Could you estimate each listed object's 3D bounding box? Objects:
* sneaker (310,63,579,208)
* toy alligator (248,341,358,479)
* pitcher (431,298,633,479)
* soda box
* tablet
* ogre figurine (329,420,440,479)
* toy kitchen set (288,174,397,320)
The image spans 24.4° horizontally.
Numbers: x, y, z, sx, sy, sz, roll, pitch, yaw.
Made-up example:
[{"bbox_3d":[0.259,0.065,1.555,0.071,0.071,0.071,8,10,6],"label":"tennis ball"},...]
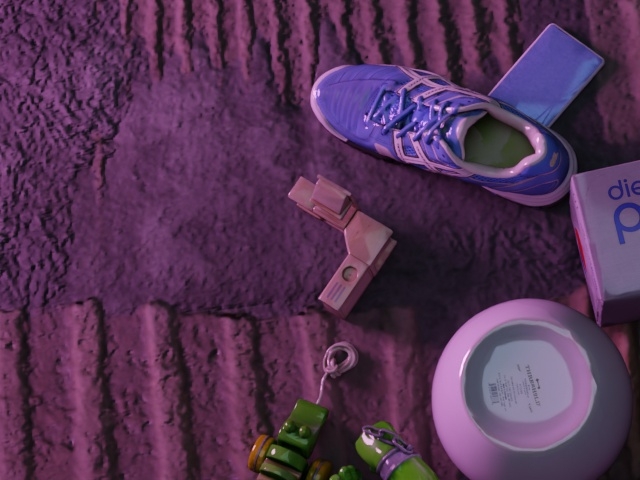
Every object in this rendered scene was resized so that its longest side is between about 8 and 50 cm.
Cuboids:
[{"bbox_3d":[0.090,-0.089,1.101,0.211,0.081,0.080,17,85,16],"label":"sneaker"},{"bbox_3d":[-0.021,0.154,1.065,0.056,0.051,0.189,20,78,14],"label":"toy alligator"},{"bbox_3d":[0.146,0.134,0.962,0.126,0.207,0.177,-17,73,5],"label":"pitcher"},{"bbox_3d":[0.324,-0.020,1.036,0.286,0.091,0.098,-12,73,6],"label":"soda box"},{"bbox_3d":[0.172,-0.122,1.138,0.054,0.006,0.083,39,84,17],"label":"tablet"},{"bbox_3d":[0.048,0.232,1.014,0.118,0.097,0.197,14,60,31],"label":"ogre figurine"},{"bbox_3d":[0.000,0.000,1.099,0.083,0.068,0.075,32,81,17],"label":"toy kitchen set"}]
